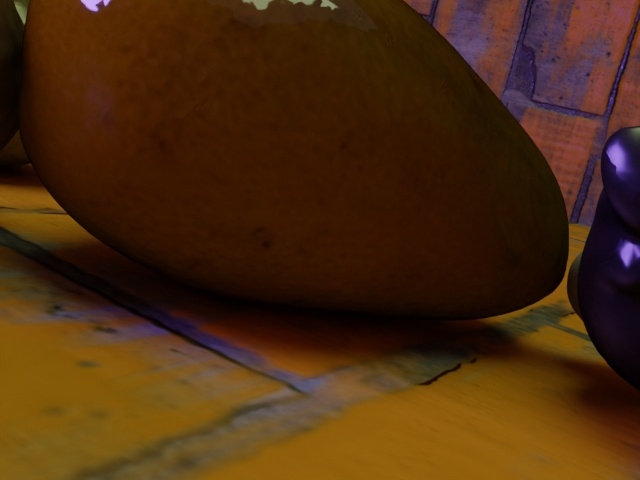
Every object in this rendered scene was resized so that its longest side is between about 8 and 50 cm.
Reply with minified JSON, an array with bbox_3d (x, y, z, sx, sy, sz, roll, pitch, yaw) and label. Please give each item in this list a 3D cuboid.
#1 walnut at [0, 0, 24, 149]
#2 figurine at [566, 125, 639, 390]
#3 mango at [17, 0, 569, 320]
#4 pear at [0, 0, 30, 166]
[{"bbox_3d":[-0.295,-0.118,0.383,0.261,0.224,0.225,14,9,-22],"label":"walnut"},{"bbox_3d":[0.224,0.061,0.290,0.218,0.206,0.365,9,31,16],"label":"figurine"},{"bbox_3d":[-0.002,-0.061,0.459,0.378,0.221,0.264,23,9,-20],"label":"mango"},{"bbox_3d":[-0.316,-0.161,0.662,0.198,0.198,0.198,13,10,-2],"label":"pear"}]
